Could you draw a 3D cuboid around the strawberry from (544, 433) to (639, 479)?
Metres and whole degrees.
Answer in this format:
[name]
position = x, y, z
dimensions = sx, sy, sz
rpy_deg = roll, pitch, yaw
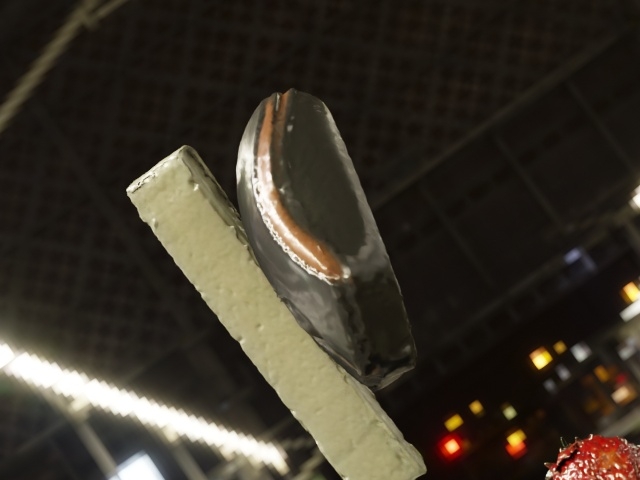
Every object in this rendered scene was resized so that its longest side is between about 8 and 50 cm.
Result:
[strawberry]
position = 0.211, 0.193, 1.421
dimensions = 0.106, 0.106, 0.106
rpy_deg = -34, -8, -6

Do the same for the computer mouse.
[computer mouse]
position = -0.005, 0.001, 1.828
dimensions = 0.116, 0.323, 0.183
rpy_deg = -21, -37, 0

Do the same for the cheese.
[cheese]
position = -0.043, 0.089, 1.908
dimensions = 0.085, 0.400, 0.034
rpy_deg = -34, 5, 19
